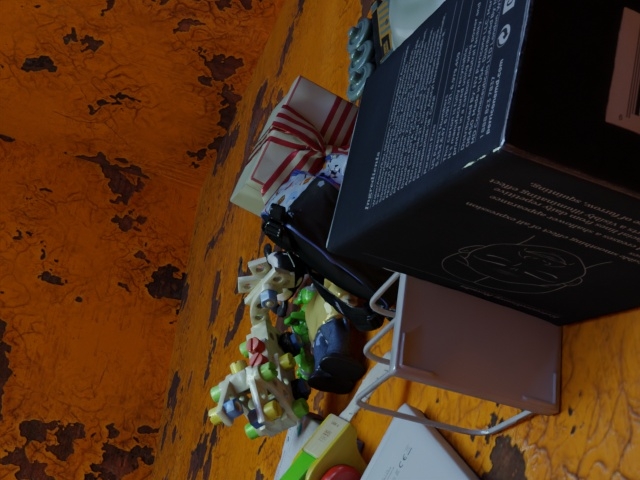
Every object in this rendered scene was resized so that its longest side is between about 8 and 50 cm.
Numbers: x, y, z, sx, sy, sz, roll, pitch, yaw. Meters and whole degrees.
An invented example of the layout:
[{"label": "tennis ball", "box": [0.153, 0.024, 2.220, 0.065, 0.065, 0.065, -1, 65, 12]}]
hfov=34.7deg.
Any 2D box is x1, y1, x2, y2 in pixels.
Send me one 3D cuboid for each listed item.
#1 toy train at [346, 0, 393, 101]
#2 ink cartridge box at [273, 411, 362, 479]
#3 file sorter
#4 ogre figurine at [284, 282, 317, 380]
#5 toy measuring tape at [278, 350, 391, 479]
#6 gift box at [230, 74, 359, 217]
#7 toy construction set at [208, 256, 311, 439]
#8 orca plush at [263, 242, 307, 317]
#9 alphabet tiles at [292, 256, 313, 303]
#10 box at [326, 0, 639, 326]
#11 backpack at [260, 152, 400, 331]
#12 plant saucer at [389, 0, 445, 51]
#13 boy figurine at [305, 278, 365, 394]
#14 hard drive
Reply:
[{"label": "toy train", "box": [0.145, -0.350, 1.868, 0.190, 0.142, 0.334, -49, 24, 32]}, {"label": "ink cartridge box", "box": [-0.009, 0.399, 1.714, 0.311, 0.065, 0.186, 177, 109, -76]}, {"label": "file sorter", "box": [0.160, 0.072, 1.209, 0.173, 0.192, 0.278, 127, 156, -59]}, {"label": "ogre figurine", "box": [-0.023, 0.169, 1.964, 0.118, 0.096, 0.197, 110, -178, -63]}, {"label": "toy measuring tape", "box": [0.054, 0.307, 1.518, 0.330, 0.121, 0.121, -49, 9, -14]}, {"label": "gift box", "box": [-0.009, -0.121, 1.936, 0.258, 0.255, 0.276, 148, 143, -71]}, {"label": "toy construction set", "box": [-0.103, 0.202, 1.792, 0.151, 0.215, 0.328, -17, 52, 28]}, {"label": "orca plush", "box": [-0.058, 0.090, 2.135, 0.287, 0.102, 0.151, 101, 156, -59]}, {"label": "alphabet tiles", "box": [0.000, 0.000, 2.208, 0.284, 0.021, 0.278, 157, 129, -71]}, {"label": "box", "box": [0.219, -0.079, 0.950, 0.395, 0.293, 0.212, 148, 138, -68]}, {"label": "backpack", "box": [0.026, -0.019, 1.672, 0.213, 0.276, 0.263, -49, 19, -13]}, {"label": "plant saucer", "box": [0.215, -0.457, 1.585, 0.400, 0.100, 0.400, -44, 29, 33]}, {"label": "boy figurine", "box": [0.023, 0.137, 1.834, 0.285, 0.092, 0.177, -88, 20, -46]}, {"label": "hard drive", "box": [0.115, 0.355, 1.293, 0.210, 0.040, 0.318, -62, 15, 4]}]
